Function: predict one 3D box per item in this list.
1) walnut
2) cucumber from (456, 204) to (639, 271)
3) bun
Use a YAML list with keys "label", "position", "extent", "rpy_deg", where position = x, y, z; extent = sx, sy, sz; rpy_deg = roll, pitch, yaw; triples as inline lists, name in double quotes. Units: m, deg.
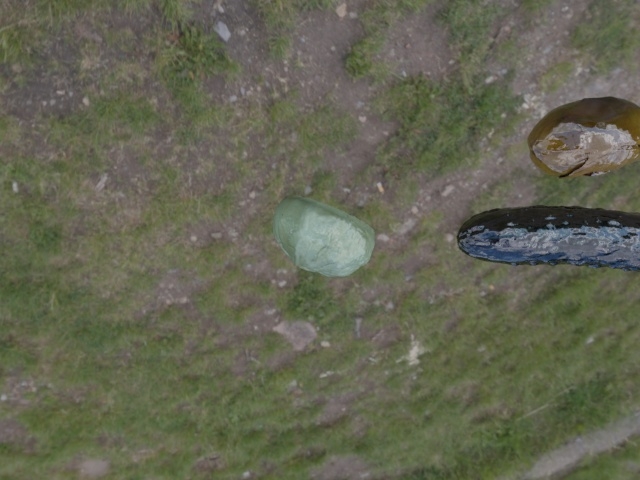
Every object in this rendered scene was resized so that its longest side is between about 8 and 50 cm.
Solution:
- label: "walnut"
  position: [0.448, -0.171, 0.918]
  extent: [0.245, 0.137, 0.137]
  rpy_deg: [-16, 136, -21]
- label: "cucumber"
  position: [0.304, -0.001, 0.621]
  extent: [0.303, 0.081, 0.072]
  rpy_deg: [8, 173, -3]
- label: "bun"
  position: [0.000, 0.000, 0.974]
  extent: [0.195, 0.195, 0.118]
  rpy_deg: [21, 90, -34]
